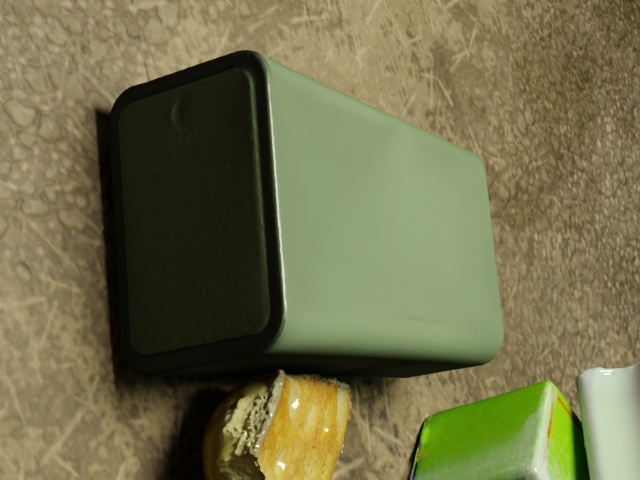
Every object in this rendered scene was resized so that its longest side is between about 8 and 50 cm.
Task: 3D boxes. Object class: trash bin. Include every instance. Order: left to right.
[{"bbox_3d":[0.000,0.000,1.180,0.343,0.158,0.223,12,69,-55],"label":"trash bin"}]

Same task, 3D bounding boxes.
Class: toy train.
[{"bbox_3d":[0.200,0.303,1.318,0.307,0.173,0.249,53,34,-25],"label":"toy train"}]

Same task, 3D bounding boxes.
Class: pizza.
[{"bbox_3d":[-0.038,0.163,1.139,0.204,0.080,0.188,-69,153,-42],"label":"pizza"}]

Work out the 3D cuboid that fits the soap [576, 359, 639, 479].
[{"bbox_3d":[0.332,0.287,1.261,0.208,0.115,0.347,44,32,-38],"label":"soap"}]
